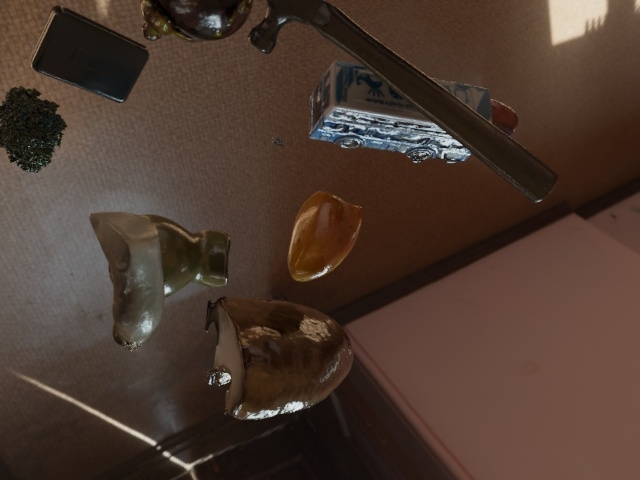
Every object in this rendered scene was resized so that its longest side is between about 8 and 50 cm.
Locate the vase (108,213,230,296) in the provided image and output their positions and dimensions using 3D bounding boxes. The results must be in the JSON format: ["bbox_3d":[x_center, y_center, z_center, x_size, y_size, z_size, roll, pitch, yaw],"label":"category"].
[{"bbox_3d":[-0.459,0.045,1.607,0.302,0.329,0.241,0,94,-38],"label":"vase"}]

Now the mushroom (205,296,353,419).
[{"bbox_3d":[-0.057,0.280,1.334,0.397,0.313,0.225,7,95,-26],"label":"mushroom"}]

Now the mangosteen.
[{"bbox_3d":[-0.220,-0.406,0.900,0.217,0.192,0.192,-32,140,17],"label":"mangosteen"}]

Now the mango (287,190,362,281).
[{"bbox_3d":[0.000,0.000,1.510,0.257,0.187,0.138,-69,158,1],"label":"mango"}]

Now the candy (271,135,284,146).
[{"bbox_3d":[-0.109,-0.255,1.414,0.030,0.083,0.020,28,101,-15],"label":"candy"}]

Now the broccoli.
[{"bbox_3d":[-0.616,-0.234,1.173,0.154,0.160,0.167,-45,96,-18],"label":"broccoli"}]

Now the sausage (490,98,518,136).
[{"bbox_3d":[0.322,-0.224,1.009,0.094,0.054,0.059,12,153,-37],"label":"sausage"}]

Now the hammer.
[{"bbox_3d":[0.121,-0.197,0.714,0.168,0.439,0.044,-51,-178,17],"label":"hammer"}]

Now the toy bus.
[{"bbox_3d":[0.136,-0.216,0.946,0.297,0.106,0.131,6,161,-15],"label":"toy bus"}]

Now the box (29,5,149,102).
[{"bbox_3d":[-0.528,-0.424,1.273,0.230,0.050,0.160,14,121,-48],"label":"box"}]

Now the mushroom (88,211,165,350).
[{"bbox_3d":[-0.464,0.125,1.365,0.126,0.177,0.397,-33,136,-47],"label":"mushroom"}]
